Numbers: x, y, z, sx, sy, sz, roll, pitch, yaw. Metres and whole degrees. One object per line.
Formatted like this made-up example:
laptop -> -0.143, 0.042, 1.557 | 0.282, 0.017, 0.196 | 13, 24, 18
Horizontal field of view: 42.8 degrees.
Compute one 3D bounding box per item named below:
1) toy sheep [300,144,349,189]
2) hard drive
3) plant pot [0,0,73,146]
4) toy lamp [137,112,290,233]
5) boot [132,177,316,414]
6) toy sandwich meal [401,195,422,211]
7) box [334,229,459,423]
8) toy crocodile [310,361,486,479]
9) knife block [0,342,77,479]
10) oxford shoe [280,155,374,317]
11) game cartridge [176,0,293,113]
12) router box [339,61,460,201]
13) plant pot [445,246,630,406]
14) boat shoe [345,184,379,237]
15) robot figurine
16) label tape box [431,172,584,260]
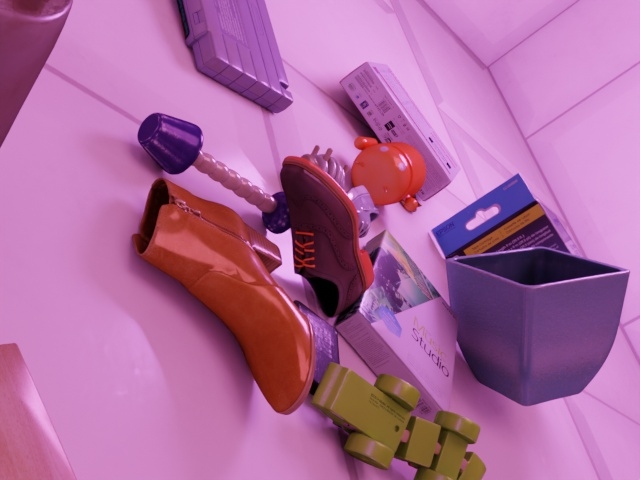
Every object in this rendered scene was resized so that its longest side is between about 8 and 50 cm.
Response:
toy sheep -> 0.004, -0.111, 1.438 | 0.132, 0.091, 0.091 | 38, 29, -44
hard drive -> -0.008, 0.158, 1.145 | 0.094, 0.022, 0.135 | 40, 28, -30
plant pot -> -0.346, -0.153, 0.614 | 0.323, 0.280, 0.323 | 43, 26, -27
toy lamp -> -0.140, -0.094, 1.161 | 0.274, 0.080, 0.080 | 30, 34, -41
boot -> -0.125, 0.062, 0.982 | 0.211, 0.104, 0.295 | 28, 30, -36
toy sandwich meal -> 0.200, -0.103, 1.856 | 0.085, 0.029, 0.085 | 42, 27, -27
box -> 0.143, 0.140, 1.406 | 0.232, 0.058, 0.322 | 50, 24, -12
toy crocodile -> 0.116, 0.272, 1.136 | 0.340, 0.105, 0.115 | 34, 68, -29
knife block -> -0.205, 0.245, 0.594 | 0.242, 0.088, 0.276 | 42, 27, -28
oxford shoe -> 0.000, 0.000, 1.197 | 0.098, 0.097, 0.271 | -50, 129, -31
game cartridge -> -0.175, -0.423, 1.519 | 0.230, 0.068, 0.355 | 17, 50, -48
router box -> 0.202, -0.269, 1.970 | 0.335, 0.082, 0.301 | 55, 17, 0
plant pot -> 0.403, 0.166, 1.552 | 0.247, 0.247, 0.252 | -7, 103, -26
boat shoe -> 0.059, -0.043, 1.459 | 0.081, 0.079, 0.227 | 51, 21, 2
robot figurine -> 0.141, -0.136, 1.670 | 0.219, 0.128, 0.158 | -18, 107, -65
label tape box -> 0.446, 0.059, 1.831 | 0.348, 0.249, 0.115 | 60, 25, 11
